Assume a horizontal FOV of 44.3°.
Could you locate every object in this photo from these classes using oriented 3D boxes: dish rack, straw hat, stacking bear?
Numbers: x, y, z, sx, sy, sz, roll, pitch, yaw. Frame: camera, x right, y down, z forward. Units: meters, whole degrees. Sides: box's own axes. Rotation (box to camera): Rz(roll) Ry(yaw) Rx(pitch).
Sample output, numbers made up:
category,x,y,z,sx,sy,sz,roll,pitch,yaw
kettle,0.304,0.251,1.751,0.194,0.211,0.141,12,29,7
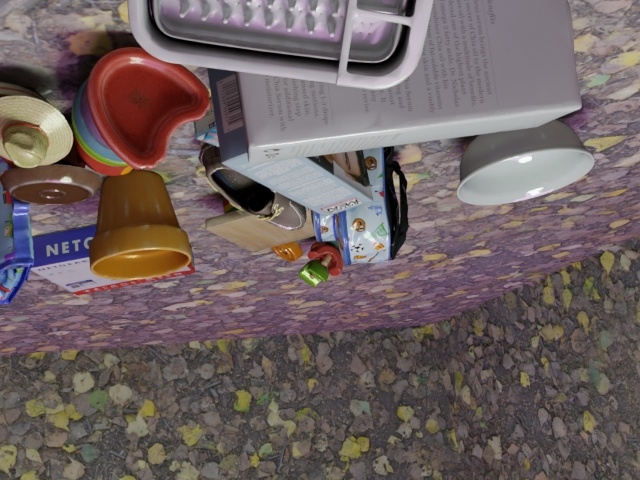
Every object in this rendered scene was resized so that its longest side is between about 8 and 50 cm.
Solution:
category,x,y,z,sx,sy,sz,roll,pitch,yaw
dish rack,-0.038,-0.321,0.851,0.332,0.072,0.286,6,127,-4
straw hat,-0.449,-0.146,1.194,0.144,0.061,0.144,-6,140,-5
stacking bear,-0.322,-0.184,1.261,0.164,0.175,0.289,44,155,-14

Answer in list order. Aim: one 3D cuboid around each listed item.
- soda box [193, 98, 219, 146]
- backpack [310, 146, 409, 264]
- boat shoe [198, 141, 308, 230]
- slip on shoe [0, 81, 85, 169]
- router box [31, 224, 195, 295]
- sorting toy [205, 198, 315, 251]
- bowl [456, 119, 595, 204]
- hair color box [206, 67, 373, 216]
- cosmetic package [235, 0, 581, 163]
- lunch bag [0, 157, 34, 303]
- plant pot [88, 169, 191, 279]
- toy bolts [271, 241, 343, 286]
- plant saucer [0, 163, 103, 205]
category,x,y,z,sx,sy,sz,roll,pitch,yaw
soda box,-0.152,-0.202,1.448,0.058,0.063,0.183,-21,160,31
backpack,0.079,-0.080,1.636,0.213,0.263,0.276,-12,164,8
boat shoe,-0.128,-0.097,1.593,0.116,0.097,0.324,-22,141,21
slip on shoe,-0.490,-0.170,1.296,0.123,0.101,0.331,-12,162,12
router box,-0.521,0.041,1.997,0.335,0.082,0.301,-11,163,3
sorting toy,-0.107,-0.070,1.862,0.255,0.089,0.257,-15,163,17
bowl,0.427,-0.191,1.697,0.297,0.134,0.298,-8,163,-3
hair color box,-0.042,-0.180,1.370,0.113,0.185,0.374,-17,162,21
cosmetic package,0.107,-0.254,1.099,0.453,0.230,0.161,-7,179,-6
lunch bag,-0.620,-0.022,1.493,0.138,0.221,0.293,3,159,-38
plant pot,-0.383,-0.036,1.641,0.205,0.188,0.205,-10,163,-3
toy bolts,0.000,0.000,2.166,0.218,0.158,0.228,40,155,-15
plant saucer,-0.460,-0.091,1.348,0.168,0.029,0.168,-6,167,-1
